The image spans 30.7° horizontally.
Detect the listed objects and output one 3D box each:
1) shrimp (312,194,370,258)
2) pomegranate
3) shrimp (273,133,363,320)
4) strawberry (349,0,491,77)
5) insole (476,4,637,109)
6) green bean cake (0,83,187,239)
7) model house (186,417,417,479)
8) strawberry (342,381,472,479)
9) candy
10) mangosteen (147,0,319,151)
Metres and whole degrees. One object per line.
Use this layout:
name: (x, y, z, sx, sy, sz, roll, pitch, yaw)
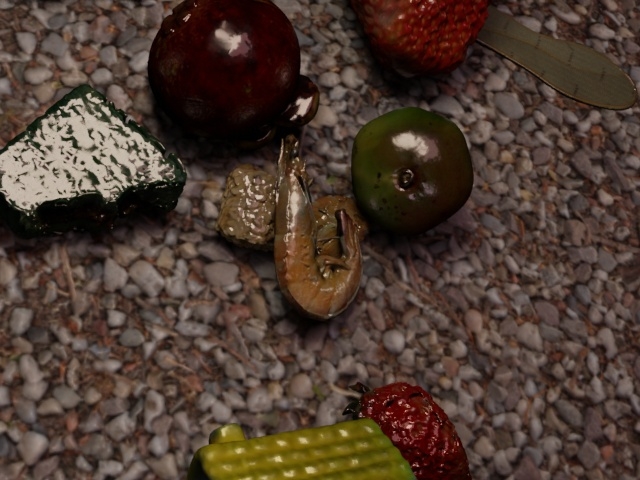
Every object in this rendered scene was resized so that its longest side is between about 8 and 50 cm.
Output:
shrimp: (0.000, 0.000, 1.601, 0.091, 0.043, 0.184, 35, 51, 9)
pomegranate: (0.127, -0.104, 1.636, 0.180, 0.180, 0.210, 28, 19, -4)
shrimp: (-0.009, -0.018, 1.543, 0.143, 0.052, 0.251, 0, 83, -41)
strawberry: (0.129, -0.413, 1.735, 0.312, 0.267, 0.351, 18, 73, -45)
insole: (0.365, -0.306, 1.904, 0.348, 0.009, 0.119, 27, 59, -5)
green bean cake: (-0.303, -0.068, 1.485, 0.193, 0.107, 0.208, 43, 59, 2)
model house: (-0.017, 0.342, 1.321, 0.237, 0.215, 0.303, -6, 63, -22)
strawberry: (0.116, 0.252, 1.485, 0.140, 0.085, 0.192, -18, 73, -29)
candy: (-0.089, -0.042, 1.569, 0.095, 0.085, 0.110, 19, 70, 0)
mangosteen: (-0.108, -0.221, 1.590, 0.257, 0.215, 0.215, 40, 53, -30)
